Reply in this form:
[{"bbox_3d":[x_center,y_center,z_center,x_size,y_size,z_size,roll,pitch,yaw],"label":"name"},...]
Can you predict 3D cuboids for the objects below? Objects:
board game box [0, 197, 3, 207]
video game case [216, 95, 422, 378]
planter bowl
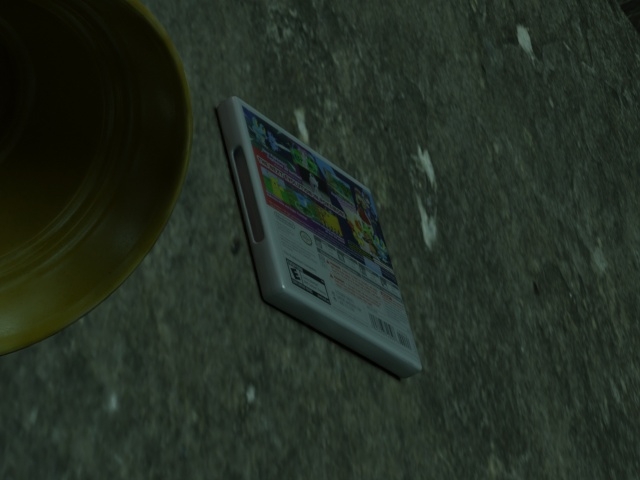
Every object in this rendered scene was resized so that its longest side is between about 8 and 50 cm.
[{"bbox_3d":[-0.185,-0.059,1.014,0.141,0.048,0.170,53,23,-13],"label":"board game box"},{"bbox_3d":[0.000,0.000,1.388,0.201,0.023,0.183,32,35,-49],"label":"video game case"},{"bbox_3d":[-0.179,-0.053,0.865,0.217,0.217,0.090,38,5,-45],"label":"planter bowl"}]
